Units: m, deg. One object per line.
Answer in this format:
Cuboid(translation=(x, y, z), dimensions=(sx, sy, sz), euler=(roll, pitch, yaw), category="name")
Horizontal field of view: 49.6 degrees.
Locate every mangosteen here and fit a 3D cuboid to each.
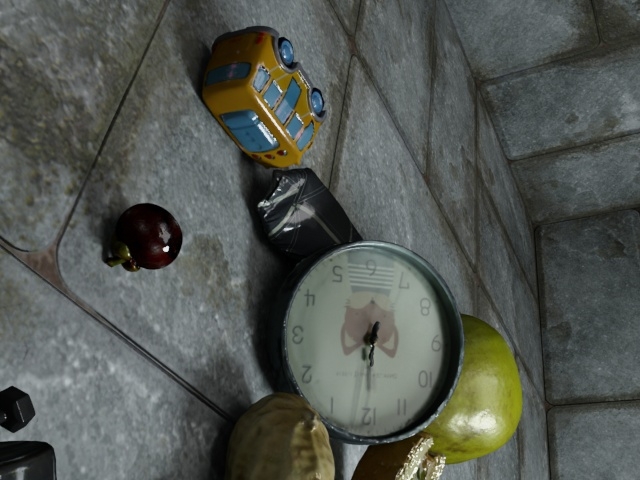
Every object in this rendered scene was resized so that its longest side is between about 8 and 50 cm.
Cuboid(translation=(-0.198, -0.002, 0.792), dimensions=(0.081, 0.081, 0.081), euler=(36, 48, -55), category="mangosteen")

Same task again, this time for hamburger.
Cuboid(translation=(0.096, 0.419, 1.121), dimensions=(0.262, 0.131, 0.124), euler=(-59, 140, -11), category="hamburger")

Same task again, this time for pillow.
Cuboid(translation=(0.000, 0.000, 1.182), dimensions=(0.335, 0.093, 0.161), euler=(54, 39, -40), category="pillow")

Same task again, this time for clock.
Cuboid(translation=(0.077, 0.155, 1.086), dimensions=(0.325, 0.067, 0.325), euler=(5, 77, -21), category="clock")

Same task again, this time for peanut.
Cuboid(translation=(-0.054, 0.335, 0.848), dimensions=(0.140, 0.153, 0.325), euler=(47, 27, -31), category="peanut")

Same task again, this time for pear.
Cuboid(translation=(0.200, 0.277, 1.273), dimensions=(0.375, 0.287, 0.287), euler=(0, 79, -43), category="pear")

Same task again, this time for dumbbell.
Cuboid(translation=(-0.286, 0.158, 0.592), dimensions=(0.083, 0.036, 0.040), euler=(-30, 107, -63), category="dumbbell")

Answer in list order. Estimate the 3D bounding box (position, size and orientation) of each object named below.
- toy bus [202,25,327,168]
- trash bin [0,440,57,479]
Cuboid(translation=(-0.087, -0.207, 1.058), dimensions=(0.209, 0.126, 0.136), euler=(52, 45, -44), category="toy bus")
Cuboid(translation=(-0.257, 0.290, 0.408), dimensions=(0.252, 0.203, 0.301), euler=(70, 13, -83), category="trash bin")
